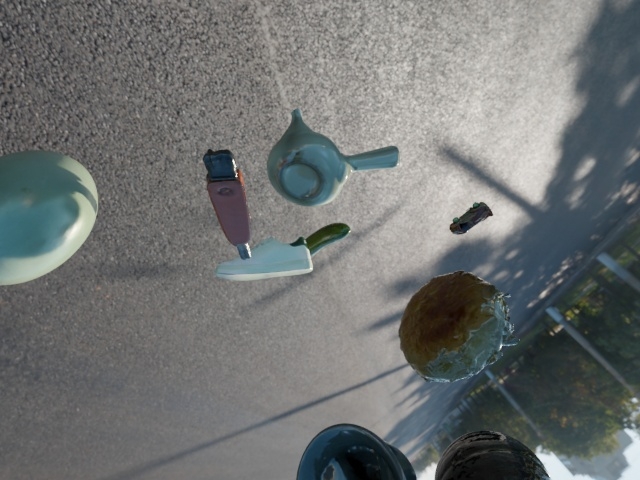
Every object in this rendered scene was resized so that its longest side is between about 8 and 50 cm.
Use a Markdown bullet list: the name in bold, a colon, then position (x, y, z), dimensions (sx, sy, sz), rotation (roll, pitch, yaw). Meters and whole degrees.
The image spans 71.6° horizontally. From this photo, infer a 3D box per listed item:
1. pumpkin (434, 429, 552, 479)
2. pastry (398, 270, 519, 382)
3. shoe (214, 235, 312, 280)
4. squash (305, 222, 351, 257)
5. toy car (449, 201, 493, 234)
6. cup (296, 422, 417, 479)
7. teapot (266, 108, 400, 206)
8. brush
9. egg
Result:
- **pumpkin**: position (0.275, 0.443, 0.720), dimensions (0.216, 0.249, 0.250), rotation (-18, 154, 10)
- **pastry**: position (0.338, 0.225, 1.176), dimensions (0.330, 0.329, 0.136), rotation (-44, 114, 9)
- **shoe**: position (-0.156, 0.046, 1.223), dimensions (0.265, 0.110, 0.095), rotation (-2, 165, -5)
- **squash**: position (0.000, 0.000, 1.459), dimensions (0.069, 0.069, 0.258), rotation (-6, 162, -46)
- **toy car**: position (0.420, -0.058, 1.247), dimensions (0.122, 0.035, 0.059), rotation (-39, 123, 11)
- **cup**: position (0.082, 0.393, 0.704), dimensions (0.199, 0.199, 0.150), rotation (-47, 142, 15)
- **teapot**: position (0.023, -0.181, 1.152), dimensions (0.149, 0.319, 0.220), rotation (-73, -176, -46)
- **brush**: position (-0.175, -0.054, 0.901), dimensions (0.070, 0.051, 0.323), rotation (-11, 144, -4)
- **egg**: position (-0.519, -0.045, 0.782), dimensions (0.202, 0.203, 0.282), rotation (107, 2, -46)
